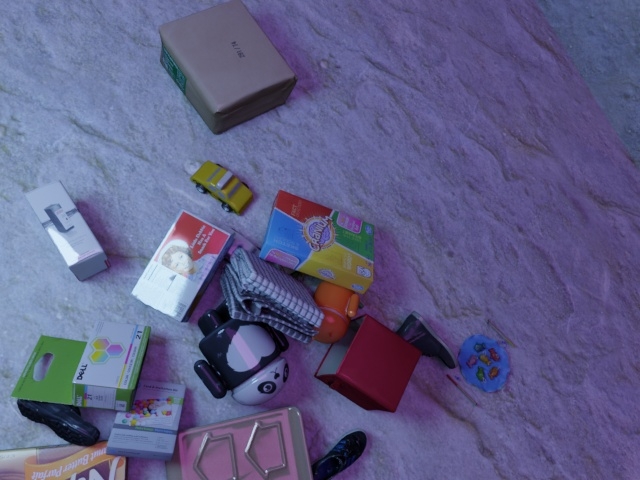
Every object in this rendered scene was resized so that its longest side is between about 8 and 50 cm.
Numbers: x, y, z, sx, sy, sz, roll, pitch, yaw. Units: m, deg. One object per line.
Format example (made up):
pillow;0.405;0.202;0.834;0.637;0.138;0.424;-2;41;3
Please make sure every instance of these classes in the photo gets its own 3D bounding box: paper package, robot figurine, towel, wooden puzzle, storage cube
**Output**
paper package;-0.296;-0.545;1.465;0.309;0.168;0.324;-33;86;-25
robot figurine;0.028;0.201;1.325;0.158;0.128;0.219;13;44;10
robot figurine;-0.202;0.290;1.207;0.209;0.173;0.278;-35;85;1
towel;-0.133;0.145;1.203;0.235;0.284;0.121;33;93;-23
wooden puzzle;-0.195;0.611;1.160;0.348;0.080;0.322;-7;75;-15
storage cube;0.128;0.347;1.295;0.193;0.184;0.215;34;64;-6

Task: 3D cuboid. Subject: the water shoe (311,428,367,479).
water shoe;0.057;0.587;1.246;0.203;0.080;0.073;-31;84;-25

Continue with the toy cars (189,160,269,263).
toy cars;-0.262;-0.069;1.358;0.177;0.087;0.393;-10;76;-21

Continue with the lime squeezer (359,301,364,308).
lime squeezer;0.049;0.068;1.444;0.110;0.059;0.310;4;66;-49

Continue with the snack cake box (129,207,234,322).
snack cake box;-0.363;0.068;1.238;0.152;0.089;0.264;28;79;1

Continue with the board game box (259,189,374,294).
board game box;0.000;0.000;1.345;0.317;0.064;0.242;20;42;-12

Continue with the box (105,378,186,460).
box;-0.412;0.425;1.115;0.145;0.038;0.186;13;32;-13

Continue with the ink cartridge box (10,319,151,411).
ink cartridge box;-0.553;0.284;1.093;0.255;0.097;0.188;12;36;-15

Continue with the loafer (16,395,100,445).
loafer;-0.589;0.395;1.065;0.223;0.076;0.078;19;34;17

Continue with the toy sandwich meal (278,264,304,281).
toy sandwich meal;-0.085;0.091;1.394;0.086;0.029;0.085;6;70;-16

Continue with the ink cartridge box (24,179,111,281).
ink cartridge box;-0.636;-0.022;1.178;0.092;0.158;0.217;-30;83;-24

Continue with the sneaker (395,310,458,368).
sneaker;0.317;0.335;1.431;0.118;0.083;0.222;-42;96;-7

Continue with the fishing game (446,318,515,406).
fishing game;0.532;0.394;1.493;0.264;0.041;0.189;-41;85;-25

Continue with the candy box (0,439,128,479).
candy box;-0.600;0.554;1.033;0.317;0.087;0.182;2;70;-19
